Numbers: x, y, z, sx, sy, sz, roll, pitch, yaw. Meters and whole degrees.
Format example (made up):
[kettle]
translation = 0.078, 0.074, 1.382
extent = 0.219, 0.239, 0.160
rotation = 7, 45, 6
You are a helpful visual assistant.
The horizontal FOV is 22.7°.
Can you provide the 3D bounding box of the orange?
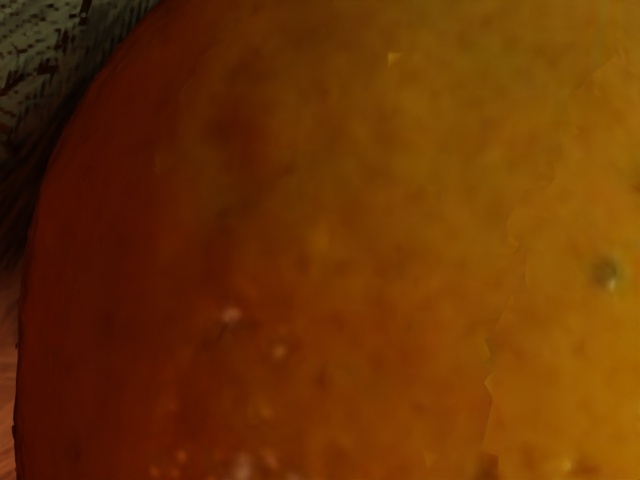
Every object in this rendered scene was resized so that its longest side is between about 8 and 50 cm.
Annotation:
[orange]
translation = 0.097, 0.061, 0.563
extent = 0.424, 0.424, 0.326
rotation = -27, -170, -20
